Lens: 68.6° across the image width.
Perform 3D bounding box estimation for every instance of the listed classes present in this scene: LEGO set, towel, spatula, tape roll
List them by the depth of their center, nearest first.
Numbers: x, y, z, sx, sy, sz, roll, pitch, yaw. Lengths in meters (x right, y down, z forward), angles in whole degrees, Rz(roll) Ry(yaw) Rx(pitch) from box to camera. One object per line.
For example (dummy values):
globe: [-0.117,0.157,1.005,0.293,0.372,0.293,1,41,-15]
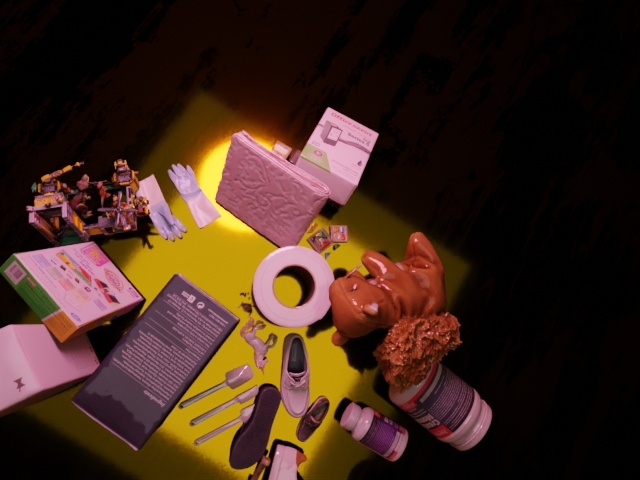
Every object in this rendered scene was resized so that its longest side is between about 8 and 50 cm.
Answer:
LEGO set: [-0.684,-0.128,1.357,0.332,0.192,0.254,-3,66,-6]
towel: [-0.158,-0.137,1.417,0.317,0.332,0.053,35,53,-1]
spatula: [-0.297,0.504,1.433,0.242,0.019,0.168,-24,90,-12]
tape roll: [-0.089,0.147,1.450,0.246,0.169,0.246,2,79,-9]
LEGO set: [-0.232,0.201,1.487,0.054,0.023,0.083,11,99,7]

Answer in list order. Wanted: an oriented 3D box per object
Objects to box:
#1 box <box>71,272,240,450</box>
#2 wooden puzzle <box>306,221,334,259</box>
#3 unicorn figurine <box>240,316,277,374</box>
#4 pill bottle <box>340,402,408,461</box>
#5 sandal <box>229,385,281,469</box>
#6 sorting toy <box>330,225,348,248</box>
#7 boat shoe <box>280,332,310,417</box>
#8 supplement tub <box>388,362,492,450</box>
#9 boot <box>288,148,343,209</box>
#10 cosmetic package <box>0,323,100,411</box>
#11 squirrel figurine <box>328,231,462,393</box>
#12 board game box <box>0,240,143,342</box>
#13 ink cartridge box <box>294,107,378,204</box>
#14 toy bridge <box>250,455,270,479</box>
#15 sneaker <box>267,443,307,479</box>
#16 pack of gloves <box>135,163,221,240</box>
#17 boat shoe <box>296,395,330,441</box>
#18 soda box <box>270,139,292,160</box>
box: [-0.424,0.317,1.300,0.212,0.293,0.395,37,76,-1]
wooden puzzle: [0.000,0.000,1.569,0.116,0.014,0.078,45,77,0]
unicorn figurine: [-0.187,0.325,1.465,0.162,0.060,0.111,42,76,16]
pill bottle: [0.163,0.584,1.447,0.194,0.108,0.108,32,77,-3]
sandal: [-0.193,0.566,1.421,0.097,0.054,0.254,33,75,-20]
sorting toy: [0.065,-0.011,1.576,0.062,0.012,0.083,2,74,-16]
boat shoe: [-0.079,0.417,1.447,0.095,0.084,0.258,-6,81,-11]
supplement tub: [0.368,0.494,1.455,0.272,0.191,0.191,39,76,-1]
boot: [-0.027,-0.165,1.554,0.229,0.091,0.262,28,75,-3]
cosmetic package: [-0.743,0.326,1.162,0.230,0.453,0.161,-25,85,-13]
squirrel figurine: [0.206,0.213,1.326,0.370,0.281,0.396,-12,66,-52]
board game box: [-0.659,0.125,1.283,0.064,0.316,0.242,-41,88,9]
ink cartridge box: [0.050,-0.278,1.522,0.198,0.114,0.272,27,52,-5]
toy bridge: [-0.200,0.727,1.384,0.026,0.063,0.188,26,81,-4]
sneaker: [-0.109,0.762,1.371,0.123,0.106,0.290,16,77,-4]
pack of gloves: [-0.462,-0.128,1.498,0.195,0.046,0.232,-32,87,-12]
boat shoe: [-0.023,0.553,1.451,0.056,0.049,0.152,33,77,-3]
soda box: [-0.164,-0.237,1.558,0.058,0.061,0.181,31,77,-3]
